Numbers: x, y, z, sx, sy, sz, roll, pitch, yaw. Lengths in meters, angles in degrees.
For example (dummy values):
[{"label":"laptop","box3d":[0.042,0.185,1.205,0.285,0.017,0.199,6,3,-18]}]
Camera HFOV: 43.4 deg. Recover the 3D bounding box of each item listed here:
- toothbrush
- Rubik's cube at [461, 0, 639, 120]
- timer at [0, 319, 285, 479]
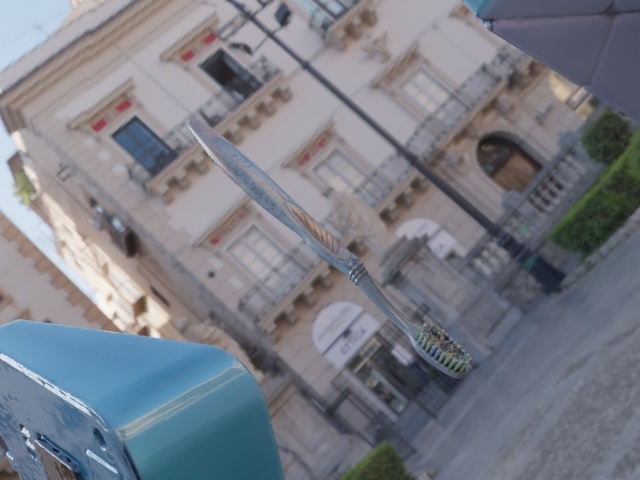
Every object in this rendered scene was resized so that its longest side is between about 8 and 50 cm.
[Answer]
[{"label":"toothbrush","box3d":[0.000,0.000,0.787,0.028,0.375,0.037,-40,-17,-28]},{"label":"Rubik's cube","box3d":[0.222,-0.269,0.649,0.221,0.225,0.231,18,-56,-36]},{"label":"timer","box3d":[-0.134,0.170,0.550,0.091,0.250,0.232,-28,-64,-39]}]
